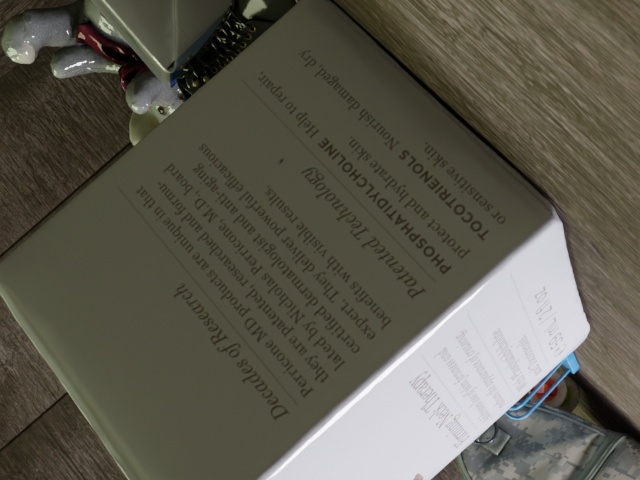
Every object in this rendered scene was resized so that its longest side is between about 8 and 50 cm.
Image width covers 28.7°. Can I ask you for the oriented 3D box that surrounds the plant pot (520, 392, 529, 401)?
[{"bbox_3d":[0.202,0.188,1.930,0.188,0.205,0.205,64,176,-3],"label":"plant pot"}]

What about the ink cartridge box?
[{"bbox_3d":[-0.210,-0.323,1.422,0.270,0.151,0.395,49,176,-8],"label":"ink cartridge box"}]

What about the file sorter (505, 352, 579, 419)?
[{"bbox_3d":[0.212,0.121,1.450,0.118,0.104,0.170,40,173,31],"label":"file sorter"}]

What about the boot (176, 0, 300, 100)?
[{"bbox_3d":[-0.081,-0.194,1.177,0.077,0.137,0.198,50,166,24],"label":"boot"}]

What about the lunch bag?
[{"bbox_3d":[0.311,0.335,1.605,0.256,0.212,0.305,38,174,28],"label":"lunch bag"}]

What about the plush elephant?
[{"bbox_3d":[-0.243,-0.263,1.791,0.330,0.272,0.255,-6,-116,-58],"label":"plush elephant"}]

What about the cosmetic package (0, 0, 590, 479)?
[{"bbox_3d":[-0.011,0.062,1.169,0.327,0.394,0.329,47,178,27],"label":"cosmetic package"}]

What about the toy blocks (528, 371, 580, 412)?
[{"bbox_3d":[0.258,0.165,1.597,0.123,0.054,0.148,46,-168,34],"label":"toy blocks"}]
